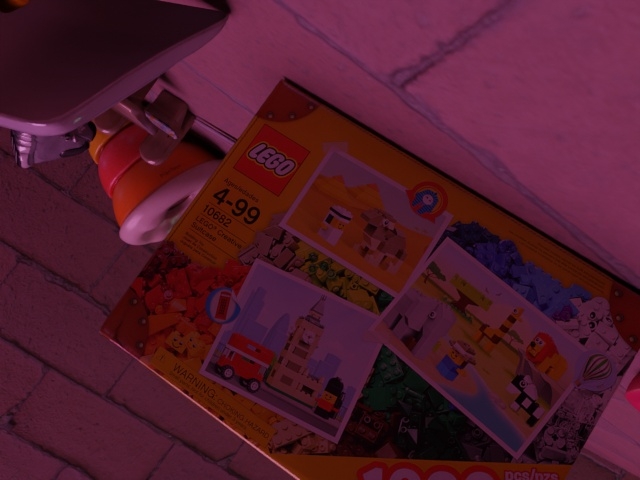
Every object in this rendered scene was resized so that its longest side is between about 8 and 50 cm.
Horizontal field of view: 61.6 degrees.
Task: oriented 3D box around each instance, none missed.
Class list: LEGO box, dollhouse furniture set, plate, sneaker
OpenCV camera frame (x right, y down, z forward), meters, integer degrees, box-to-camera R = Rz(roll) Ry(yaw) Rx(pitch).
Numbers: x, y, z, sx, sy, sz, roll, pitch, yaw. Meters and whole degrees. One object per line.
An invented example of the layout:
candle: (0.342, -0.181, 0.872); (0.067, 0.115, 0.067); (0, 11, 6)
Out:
LEGO box: (0.063, 0.104, 0.673); (0.500, 0.372, 0.193); (33, 172, 9)
dollhouse furniture set: (-0.509, -0.300, 1.030); (0.394, 0.256, 0.362); (33, 173, 9)
plate: (-0.273, -0.183, 0.530); (0.278, 0.277, 0.045); (15, 133, 15)
sneaker: (-0.445, -0.203, 0.904); (0.229, 0.132, 0.086); (-35, 72, 55)

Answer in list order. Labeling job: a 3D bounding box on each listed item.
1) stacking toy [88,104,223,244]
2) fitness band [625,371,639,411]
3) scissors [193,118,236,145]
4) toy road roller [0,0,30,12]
stacking toy: (-0.503, -0.260, 1.462); (0.479, 0.351, 0.350); (53, 173, 3)
fitness band: (0.560, 0.258, 0.767); (0.209, 0.054, 0.291); (34, 172, 24)
scissors: (-0.149, -0.181, 1.141); (0.297, 0.021, 0.109); (28, 173, 29)
toy road roller: (-0.315, -0.267, 0.437); (0.202, 0.240, 0.330); (40, 171, -38)
